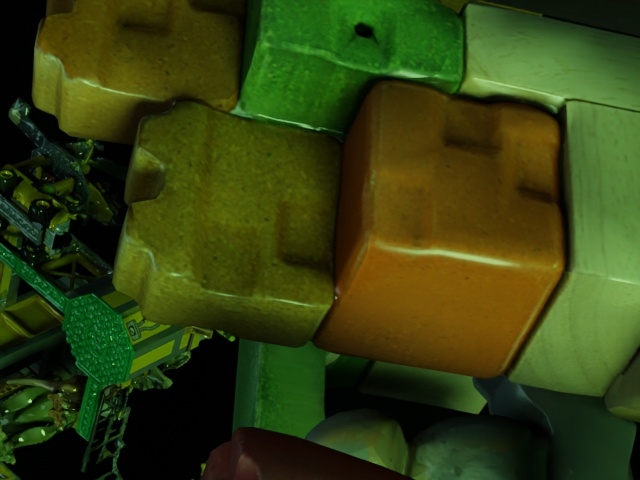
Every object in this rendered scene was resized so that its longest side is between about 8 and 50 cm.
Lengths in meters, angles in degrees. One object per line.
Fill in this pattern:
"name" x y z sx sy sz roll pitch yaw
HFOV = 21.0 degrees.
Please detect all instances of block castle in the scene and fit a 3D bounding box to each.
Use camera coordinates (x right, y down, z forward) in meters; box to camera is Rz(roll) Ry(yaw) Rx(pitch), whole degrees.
"block castle" 0.000 0.000 0.576 0.303 0.213 0.453 116 162 -52

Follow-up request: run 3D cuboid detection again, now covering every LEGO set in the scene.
"LEGO set" -0.152 0.077 1.211 0.255 0.192 0.331 30 126 31
